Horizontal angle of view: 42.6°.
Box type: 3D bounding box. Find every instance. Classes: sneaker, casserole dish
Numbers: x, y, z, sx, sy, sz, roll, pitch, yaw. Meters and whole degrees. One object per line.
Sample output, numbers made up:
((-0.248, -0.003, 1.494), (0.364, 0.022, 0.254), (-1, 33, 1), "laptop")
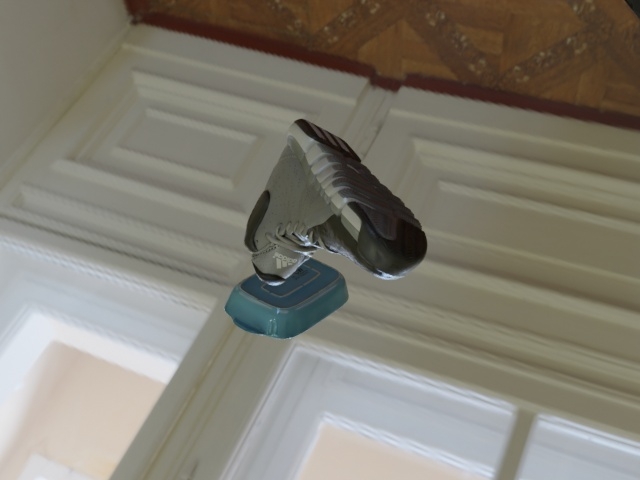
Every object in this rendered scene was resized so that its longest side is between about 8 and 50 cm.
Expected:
((0.000, 0.000, 0.682), (0.086, 0.228, 0.132), (26, 109, -28), "sneaker")
((-0.039, 0.065, 1.058), (0.114, 0.188, 0.037), (24, 120, 26), "casserole dish")

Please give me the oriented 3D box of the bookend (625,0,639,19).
((0.441, -0.398, 1.150), (0.157, 0.156, 0.072), (40, 127, -23), "bookend")
